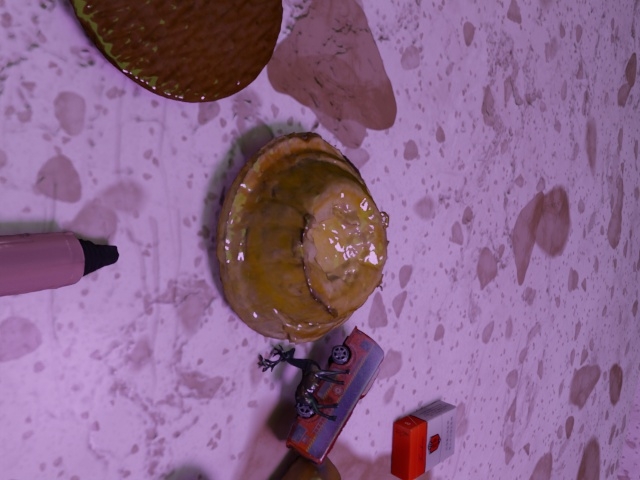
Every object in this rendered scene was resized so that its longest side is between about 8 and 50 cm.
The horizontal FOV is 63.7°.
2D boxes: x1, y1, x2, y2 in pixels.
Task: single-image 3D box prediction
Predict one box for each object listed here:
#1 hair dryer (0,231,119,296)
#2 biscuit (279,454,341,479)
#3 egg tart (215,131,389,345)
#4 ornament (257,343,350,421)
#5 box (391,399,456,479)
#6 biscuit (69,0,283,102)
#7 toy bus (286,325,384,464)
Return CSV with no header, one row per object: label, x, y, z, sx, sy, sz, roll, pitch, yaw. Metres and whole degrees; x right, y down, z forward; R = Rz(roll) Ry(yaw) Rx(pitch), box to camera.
hair dryer,-0.312,0.043,0.397,0.344,0.106,0.190,-7,100,-50
biscuit,-0.044,0.470,0.729,0.290,0.062,0.237,-45,124,-29
egg tart,0.000,0.000,0.677,0.290,0.115,0.291,-6,99,-45
ornament,-0.027,0.187,0.691,0.125,0.028,0.074,23,70,-5
box,0.196,0.372,0.963,0.152,0.048,0.100,-4,96,-42
biscuit,-0.148,-0.277,0.548,0.261,0.037,0.262,-8,101,-44
toy bus,0.022,0.220,0.737,0.192,0.077,0.065,-54,169,-23
